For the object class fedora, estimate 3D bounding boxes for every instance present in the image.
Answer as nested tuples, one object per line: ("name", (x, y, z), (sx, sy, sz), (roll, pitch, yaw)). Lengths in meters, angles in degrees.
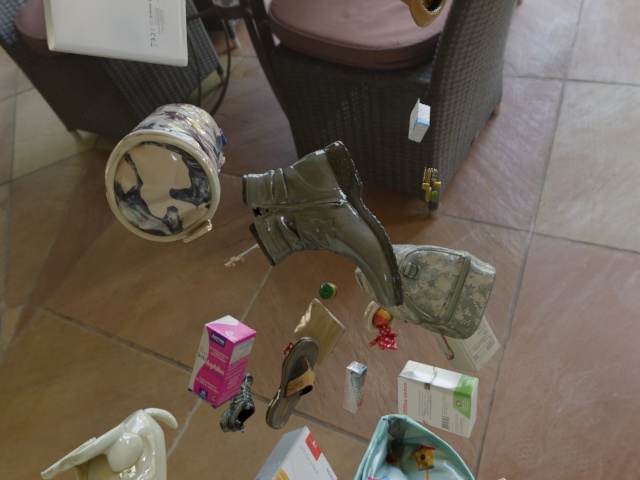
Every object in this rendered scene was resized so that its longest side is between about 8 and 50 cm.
("fedora", (0.189, -0.519, 0.911), (0.079, 0.194, 0.194), (23, 63, 34))

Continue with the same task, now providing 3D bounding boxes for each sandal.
("sandal", (-0.051, 0.311, 0.997), (0.060, 0.089, 0.220), (25, 92, 42))

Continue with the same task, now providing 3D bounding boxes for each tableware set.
("tableware set", (0.344, -0.171, 1.446), (0.024, 0.104, 0.154), (7, 11, -4))

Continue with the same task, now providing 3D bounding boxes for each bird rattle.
("bird rattle", (0.250, 0.309, 1.852), (0.254, 0.206, 0.143), (-54, 32, 10))

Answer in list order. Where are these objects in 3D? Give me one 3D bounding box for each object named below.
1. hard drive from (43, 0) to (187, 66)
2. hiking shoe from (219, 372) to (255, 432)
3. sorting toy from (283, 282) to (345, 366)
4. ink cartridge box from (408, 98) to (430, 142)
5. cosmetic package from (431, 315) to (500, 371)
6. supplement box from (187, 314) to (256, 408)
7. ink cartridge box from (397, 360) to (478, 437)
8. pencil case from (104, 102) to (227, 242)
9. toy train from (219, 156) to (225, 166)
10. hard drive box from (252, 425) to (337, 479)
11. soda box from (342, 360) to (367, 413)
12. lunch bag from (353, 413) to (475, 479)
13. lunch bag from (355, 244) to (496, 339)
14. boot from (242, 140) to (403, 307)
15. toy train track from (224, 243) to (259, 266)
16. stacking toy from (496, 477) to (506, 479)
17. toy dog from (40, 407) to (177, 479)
("hard drive", (-0.435, -0.504, 1.020), (0.040, 0.203, 0.307), (13, 18, 38))
("hiking shoe", (-0.277, 0.599, 1.718), (0.114, 0.086, 0.227), (-3, 48, 26))
("sorting toy", (-0.001, 0.260, 1.294), (0.132, 0.046, 0.275), (41, 109, 36))
("ink cartridge box", (0.211, -0.256, 0.995), (0.028, 0.048, 0.083), (17, 53, -6))
("cosmetic package", (0.477, 0.291, 1.632), (0.153, 0.296, 0.129), (-34, 9, -28))
("supplement box", (-0.281, 0.345, 1.338), (0.111, 0.113, 0.220), (24, 105, 23))
("ink cartridge box", (0.439, 0.591, 1.754), (0.272, 0.199, 0.114), (9, 26, 30))
("pencil case", (-0.247, -0.133, 0.814), (0.160, 0.183, 0.410), (-43, 23, 8))
("toy train", (-0.333, -0.215, 1.170), (0.184, 0.080, 0.105), (26, 101, -2))
("hard drive box", (-0.068, 0.644, 1.237), (0.089, 0.232, 0.181), (-31, 91, 22))
("soda box", (0.125, 0.541, 1.715), (0.062, 0.183, 0.058), (16, 24, 30))
("lunch bag", (0.099, 0.354, 0.496), (0.159, 0.224, 0.262), (-8, 35, -10))
("lunch bag", (0.250, 0.108, 1.213), (0.255, 0.305, 0.213), (27, 82, -13))
("boot", (0.000, 0.000, 0.633), (0.161, 0.083, 0.247), (-24, 83, -2))
("toy train track", (-0.150, 0.031, 0.917), (0.083, 0.014, 0.048), (-35, 16, -23))
("stacking toy", (0.456, 0.856, 1.330), (0.308, 0.130, 0.280), (-27, 23, 27))
("toy dog", (-0.544, 0.745, 1.370), (0.284, 0.395, 0.408), (-32, 86, 23))
